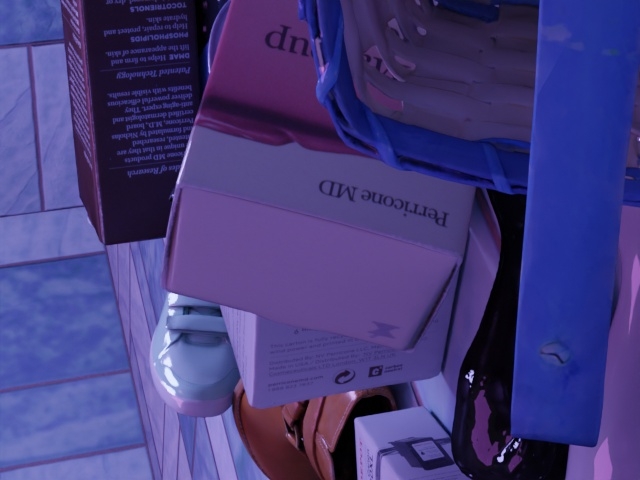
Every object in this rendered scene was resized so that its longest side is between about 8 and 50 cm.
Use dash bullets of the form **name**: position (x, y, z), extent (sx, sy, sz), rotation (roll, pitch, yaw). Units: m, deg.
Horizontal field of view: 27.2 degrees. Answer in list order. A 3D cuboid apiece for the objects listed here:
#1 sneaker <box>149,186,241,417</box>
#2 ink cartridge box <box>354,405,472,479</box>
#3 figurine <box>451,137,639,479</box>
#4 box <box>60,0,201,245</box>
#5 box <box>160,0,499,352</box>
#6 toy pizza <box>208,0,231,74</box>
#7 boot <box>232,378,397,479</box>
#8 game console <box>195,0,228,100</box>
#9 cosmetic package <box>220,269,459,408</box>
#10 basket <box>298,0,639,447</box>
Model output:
- **sneaker**: position (-0.120, 0.047, 1.330), extent (0.256, 0.094, 0.151), rotation (-93, 10, -49)
- **ink cartridge box**: position (0.076, 0.204, 0.980), extent (0.150, 0.063, 0.109), rotation (-133, 38, -66)
- **figurine**: position (0.132, 0.026, 0.635), extent (0.215, 0.092, 0.209), rotation (-164, 71, -74)
- **box**: position (-0.223, -0.206, 1.555), extent (0.191, 0.143, 0.381), rotation (-132, 39, -63)
- **box**: position (0.014, -0.078, 0.734), extent (0.127, 0.149, 0.232), rotation (109, 174, -61)
- **toy pizza**: position (0.002, -0.078, 0.877), extent (0.032, 0.201, 0.201), rotation (-33, 61, 39)
- **boot**: position (0.007, 0.174, 1.204), extent (0.220, 0.109, 0.283), rotation (-127, 35, -50)
- **game console**: position (-0.078, -0.124, 1.421), extent (0.342, 0.060, 0.386), rotation (135, 125, -73)
- **cosmetic package**: position (0.000, 0.000, 0.990), extent (0.183, 0.151, 0.151), rotation (-111, 19, -45)
- **basket**: position (0.088, -0.116, 0.412), extent (0.289, 0.201, 0.254), rotation (-64, -21, -54)
